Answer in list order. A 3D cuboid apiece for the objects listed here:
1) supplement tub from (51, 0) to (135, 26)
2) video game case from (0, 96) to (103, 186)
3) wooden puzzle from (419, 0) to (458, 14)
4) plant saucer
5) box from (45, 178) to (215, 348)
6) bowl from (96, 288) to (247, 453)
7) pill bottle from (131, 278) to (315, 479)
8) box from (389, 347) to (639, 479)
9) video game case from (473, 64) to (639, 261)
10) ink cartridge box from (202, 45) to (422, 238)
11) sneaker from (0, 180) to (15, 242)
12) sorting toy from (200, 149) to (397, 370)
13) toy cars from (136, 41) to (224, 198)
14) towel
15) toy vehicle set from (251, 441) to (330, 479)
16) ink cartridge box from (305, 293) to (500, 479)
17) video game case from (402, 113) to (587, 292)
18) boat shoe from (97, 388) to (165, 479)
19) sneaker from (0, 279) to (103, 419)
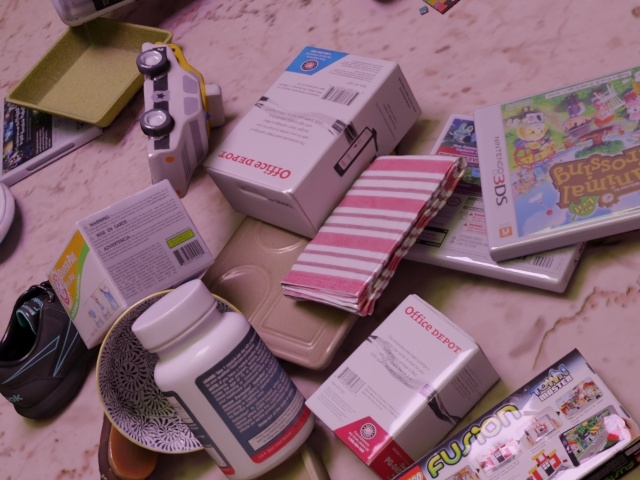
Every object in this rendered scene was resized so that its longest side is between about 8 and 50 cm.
[{"bbox_3d":[-0.255,-0.462,1.751,0.338,0.207,0.207,-25,42,-8],"label":"supplement tub"},{"bbox_3d":[-0.396,-0.183,1.790,0.173,0.022,0.190,-27,45,14],"label":"video game case"},{"bbox_3d":[0.156,-0.307,1.509,0.083,0.006,0.049,-41,42,0],"label":"wooden puzzle"},{"bbox_3d":[-0.321,-0.233,1.732,0.188,0.045,0.188,16,58,32],"label":"plant saucer"},{"bbox_3d":[-0.212,0.030,1.326,0.114,0.103,0.203,-29,-5,-27],"label":"box"},{"bbox_3d":[-0.150,0.127,1.258,0.170,0.170,0.080,-45,16,-5],"label":"bowl"},{"bbox_3d":[-0.096,0.131,1.173,0.108,0.180,0.108,-33,13,8],"label":"pill bottle"},{"bbox_3d":[0.172,0.196,1.056,0.207,0.036,0.114,-36,42,5],"label":"box"},{"bbox_3d":[0.260,-0.083,1.195,0.212,0.023,0.193,-14,49,16],"label":"video game case"},{"bbox_3d":[-0.009,-0.113,1.363,0.148,0.086,0.203,20,63,42],"label":"ink cartridge box"},{"bbox_3d":[-0.560,-0.095,1.686,0.127,0.208,0.319,-53,42,1],"label":"sneaker"},{"bbox_3d":[0.000,0.000,1.347,0.229,0.041,0.307,13,57,38],"label":"sorting toy"},{"bbox_3d":[-0.161,-0.153,1.461,0.087,0.176,0.393,-7,10,-3],"label":"toy cars"},{"bbox_3d":[0.054,-0.011,1.247,0.197,0.029,0.144,-53,30,-18],"label":"towel"},{"bbox_3d":[-0.093,0.322,1.140,0.267,0.035,0.166,-33,43,8],"label":"toy vehicle set"},{"bbox_3d":[0.078,0.140,1.149,0.150,0.063,0.109,-45,43,-6],"label":"ink cartridge box"},{"bbox_3d":[0.186,-0.044,1.235,0.201,0.023,0.183,12,60,34],"label":"video game case"},{"bbox_3d":[-0.200,0.181,1.310,0.073,0.073,0.207,122,164,-47],"label":"boat shoe"},{"bbox_3d":[-0.287,0.080,1.432,0.101,0.106,0.267,13,63,43],"label":"sneaker"}]
